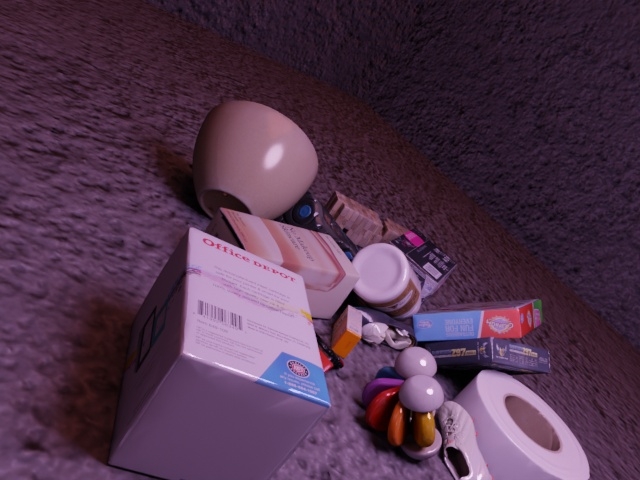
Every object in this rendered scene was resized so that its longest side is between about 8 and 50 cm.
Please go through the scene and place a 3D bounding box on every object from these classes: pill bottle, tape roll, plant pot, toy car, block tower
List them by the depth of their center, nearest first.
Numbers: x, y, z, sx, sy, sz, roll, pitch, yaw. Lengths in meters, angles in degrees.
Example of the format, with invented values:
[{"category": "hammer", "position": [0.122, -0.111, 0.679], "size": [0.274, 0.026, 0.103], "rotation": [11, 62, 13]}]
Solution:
[{"category": "toy car", "position": [0.142, 0.288, 1.064], "size": [0.137, 0.159, 0.182], "rotation": [-2, 26, 3]}, {"category": "tape roll", "position": [0.406, 0.404, 1.238], "size": [0.286, 0.100, 0.286], "rotation": [29, 23, -14]}, {"category": "plant pot", "position": [-0.169, -0.137, 1.326], "size": [0.284, 0.284, 0.190], "rotation": [31, 55, -12]}, {"category": "pill bottle", "position": [0.155, 0.104, 1.345], "size": [0.131, 0.131, 0.229], "rotation": [49, 1, 29]}, {"category": "block tower", "position": [0.164, -0.020, 1.757], "size": [0.336, 0.097, 0.091], "rotation": [25, 24, -21]}]

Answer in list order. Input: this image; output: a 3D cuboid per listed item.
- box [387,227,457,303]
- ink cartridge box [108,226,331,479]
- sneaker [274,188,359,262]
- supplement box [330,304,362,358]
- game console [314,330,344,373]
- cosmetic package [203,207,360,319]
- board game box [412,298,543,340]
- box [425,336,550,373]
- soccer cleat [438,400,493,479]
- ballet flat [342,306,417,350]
[{"category": "box", "position": [0.236, 0.085, 1.580], "size": [0.163, 0.142, 0.247], "rotation": [42, 24, 12]}, {"category": "ink cartridge box", "position": [-0.136, 0.156, 0.809], "size": [0.198, 0.197, 0.270], "rotation": [26, 24, -23]}, {"category": "sneaker", "position": [0.000, 0.000, 1.478], "size": [0.340, 0.125, 0.140], "rotation": [56, 11, 32]}, {"category": "supplement box", "position": [0.053, 0.184, 1.215], "size": [0.036, 0.062, 0.098], "rotation": [31, 22, -8]}, {"category": "game console", "position": [-0.038, 0.201, 1.113], "size": [0.144, 0.085, 0.124], "rotation": [45, -8, 20]}, {"category": "cosmetic package", "position": [-0.084, 0.052, 1.191], "size": [0.296, 0.129, 0.153], "rotation": [13, 30, -45]}, {"category": "board game box", "position": [0.391, 0.191, 1.460], "size": [0.317, 0.243, 0.064], "rotation": [2, 82, -61]}, {"category": "box", "position": [0.383, 0.270, 1.373], "size": [0.233, 0.183, 0.059], "rotation": [17, 68, -37]}, {"category": "soccer cleat", "position": [0.257, 0.376, 1.123], "size": [0.076, 0.068, 0.196], "rotation": [22, 28, -25]}, {"category": "ballet flat", "position": [0.136, 0.198, 1.303], "size": [0.203, 0.074, 0.074], "rotation": [23, 25, -34]}]
